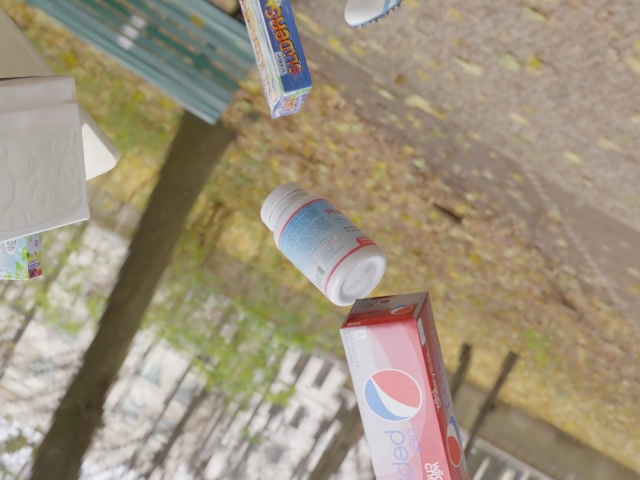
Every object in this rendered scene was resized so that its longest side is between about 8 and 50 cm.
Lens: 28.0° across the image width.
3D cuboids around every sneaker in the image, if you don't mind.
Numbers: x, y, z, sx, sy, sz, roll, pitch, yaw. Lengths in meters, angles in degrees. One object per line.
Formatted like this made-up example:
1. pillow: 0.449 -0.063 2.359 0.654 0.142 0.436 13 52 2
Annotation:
1. sneaker: 0.090 -0.388 1.778 0.085 0.237 0.086 2 142 43

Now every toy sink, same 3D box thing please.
1. toy sink: -0.355 -0.111 1.377 0.153 0.131 0.234 -18 124 30

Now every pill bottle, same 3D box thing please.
1. pill bottle: 0.000 0.000 1.568 0.160 0.087 0.087 44 -177 31

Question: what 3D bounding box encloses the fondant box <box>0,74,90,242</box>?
1. fondant box: -0.342 -0.038 0.765 0.330 0.096 0.238 1 -169 31

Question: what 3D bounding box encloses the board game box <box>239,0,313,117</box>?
1. board game box: -0.059 -0.248 1.436 0.136 0.035 0.201 138 116 -80

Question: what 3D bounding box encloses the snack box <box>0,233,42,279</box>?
1. snack box: -0.433 -0.002 1.670 0.141 0.100 0.037 1 -169 21

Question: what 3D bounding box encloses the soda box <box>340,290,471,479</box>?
1. soda box: 0.098 0.194 1.445 0.092 0.263 0.083 -8 -161 18
